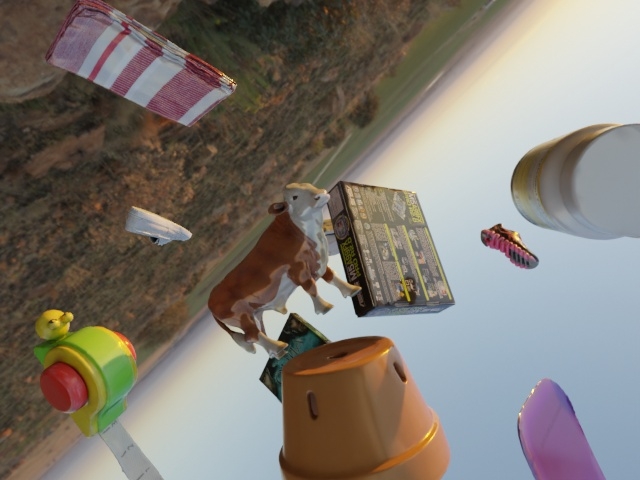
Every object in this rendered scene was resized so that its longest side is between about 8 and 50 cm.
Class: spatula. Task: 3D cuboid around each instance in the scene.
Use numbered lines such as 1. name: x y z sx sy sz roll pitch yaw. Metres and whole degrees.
1. spatula: 0.159 0.228 0.261 0.030 0.296 0.084 -6 -173 40

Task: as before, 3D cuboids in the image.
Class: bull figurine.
1. bull figurine: -0.058 0.056 0.721 0.310 0.188 0.101 -45 164 25

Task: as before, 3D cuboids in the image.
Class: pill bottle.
1. pill bottle: 0.290 -0.062 0.491 0.119 0.119 0.208 -45 177 12

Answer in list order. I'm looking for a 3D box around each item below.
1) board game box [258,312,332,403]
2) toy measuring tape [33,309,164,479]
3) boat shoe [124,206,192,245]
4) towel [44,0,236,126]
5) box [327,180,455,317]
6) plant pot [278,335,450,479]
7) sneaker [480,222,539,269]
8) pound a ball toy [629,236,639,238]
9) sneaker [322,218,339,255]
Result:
1. board game box: -0.061 0.276 1.030 0.026 0.126 0.186 13 105 -52
2. toy measuring tape: -0.280 0.230 0.624 0.121 0.330 0.121 -34 -177 2
3. boat shoe: -0.375 -0.022 1.049 0.063 0.066 0.184 -65 158 -4
4. towel: -0.376 -0.354 0.958 0.237 0.329 0.037 -15 -118 46
5. box: 0.139 0.017 0.914 0.216 0.270 0.060 3 151 -34
6. plant pot: 0.055 0.291 0.777 0.291 0.203 0.291 -14 179 0
7. sneaker: 0.354 0.005 0.826 0.057 0.119 0.047 -29 137 -19
8. pound a ball toy: 0.594 -0.103 0.614 0.319 0.208 0.136 -61 -172 0
9. sneaker: 0.000 0.000 1.178 0.235 0.094 0.090 -5 -147 4
